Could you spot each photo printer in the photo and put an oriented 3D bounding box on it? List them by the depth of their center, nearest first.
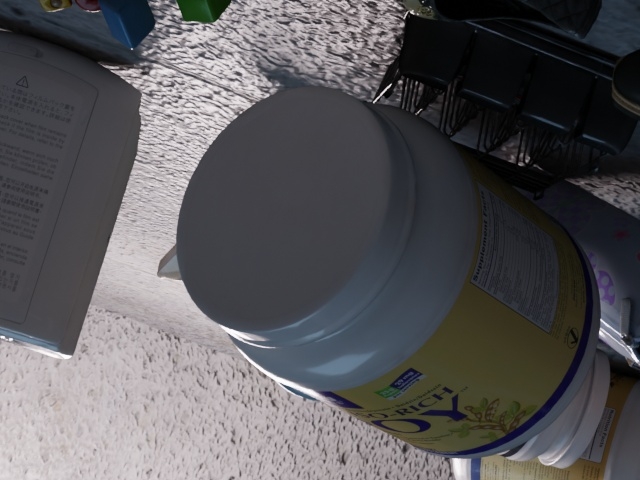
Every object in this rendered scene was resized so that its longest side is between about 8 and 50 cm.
[{"bbox_3d":[-0.330,-0.060,1.784,0.256,0.308,0.107,16,169,-4],"label":"photo printer"}]

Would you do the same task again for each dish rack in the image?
[{"bbox_3d":[0.139,-0.109,1.463,0.208,0.074,0.271,21,169,-6],"label":"dish rack"}]

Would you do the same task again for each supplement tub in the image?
[{"bbox_3d":[0.061,0.031,1.449,0.241,0.241,0.331,8,165,39],"label":"supplement tub"},{"bbox_3d":[0.220,0.176,2.289,0.272,0.191,0.191,21,167,-11],"label":"supplement tub"},{"bbox_3d":[0.370,0.291,2.489,0.316,0.228,0.228,13,167,21],"label":"supplement tub"}]

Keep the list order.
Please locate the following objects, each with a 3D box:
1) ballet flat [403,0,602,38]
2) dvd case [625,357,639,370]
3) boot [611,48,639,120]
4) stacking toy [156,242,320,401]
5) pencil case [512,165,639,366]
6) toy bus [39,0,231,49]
[{"bbox_3d":[0.123,-0.171,1.251,0.173,0.049,0.057,6,162,44],"label":"ballet flat"},{"bbox_3d":[0.343,0.082,1.784,0.164,0.018,0.221,25,-153,-28],"label":"dvd case"},{"bbox_3d":[0.290,-0.131,1.167,0.197,0.077,0.137,1,158,16],"label":"boot"},{"bbox_3d":[-0.015,0.038,1.813,0.279,0.130,0.309,21,131,-14],"label":"stacking toy"},{"bbox_3d":[0.255,0.031,1.603,0.273,0.124,0.113,36,149,43],"label":"pencil case"},{"bbox_3d":[-0.115,-0.234,1.182,0.191,0.202,0.104,17,139,39],"label":"toy bus"}]
